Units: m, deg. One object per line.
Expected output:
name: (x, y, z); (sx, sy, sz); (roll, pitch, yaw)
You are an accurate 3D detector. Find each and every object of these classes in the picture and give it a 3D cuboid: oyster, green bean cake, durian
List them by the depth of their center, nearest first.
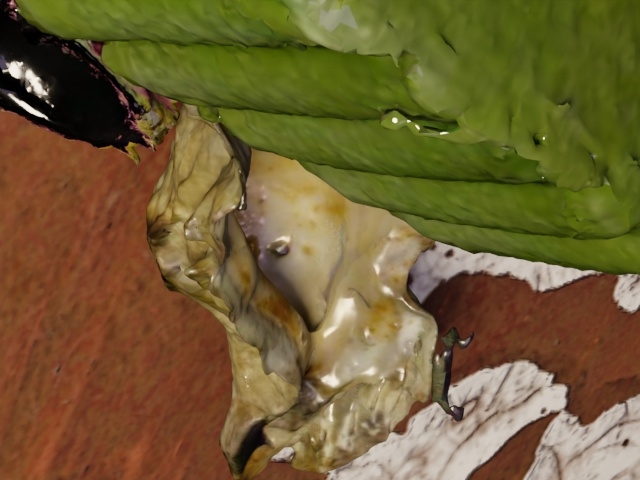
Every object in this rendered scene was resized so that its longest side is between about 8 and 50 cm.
green bean cake: (0.051, -0.172, 0.666); (0.335, 0.218, 0.319); (33, 73, -41)
durian: (-0.126, -0.127, 0.747); (0.187, 0.119, 0.108); (50, 50, -41)
oyster: (0.005, -0.004, 0.891); (0.198, 0.133, 0.337); (-25, 132, -23)
